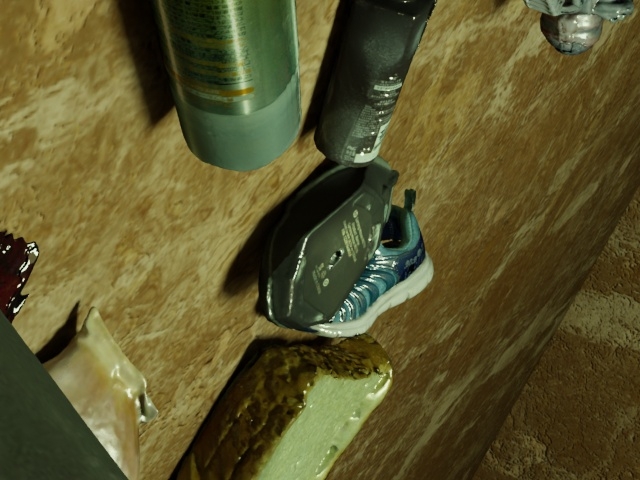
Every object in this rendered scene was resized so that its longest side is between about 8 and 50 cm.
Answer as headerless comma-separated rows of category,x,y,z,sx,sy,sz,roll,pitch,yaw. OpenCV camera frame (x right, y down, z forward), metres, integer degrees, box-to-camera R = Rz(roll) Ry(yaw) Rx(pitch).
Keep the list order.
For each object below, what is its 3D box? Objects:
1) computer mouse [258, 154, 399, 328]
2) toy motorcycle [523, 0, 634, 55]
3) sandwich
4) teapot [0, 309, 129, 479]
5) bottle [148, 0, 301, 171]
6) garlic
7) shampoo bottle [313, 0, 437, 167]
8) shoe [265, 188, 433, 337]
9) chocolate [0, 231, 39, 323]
computer mouse,0.000,0.000,1.150,0.192,0.062,0.106,-50,142,-34
toy motorcycle,0.220,-0.263,1.168,0.401,0.134,0.207,-19,133,-65
sandwich,-0.038,0.197,1.365,0.226,0.087,0.251,-61,160,9
teapot,-0.168,0.166,0.533,0.253,0.344,0.300,-21,141,-59
bottle,-0.055,-0.140,0.728,0.082,0.082,0.286,-50,162,-21
garlic,-0.216,0.185,0.870,0.128,0.148,0.266,-22,-163,44
shampoo bottle,0.048,-0.151,1.016,0.057,0.063,0.208,-54,166,-50
shoe,0.027,0.023,1.260,0.207,0.091,0.106,-33,126,-42
chocolate,-0.224,0.072,0.748,0.182,0.028,0.086,-58,155,4
